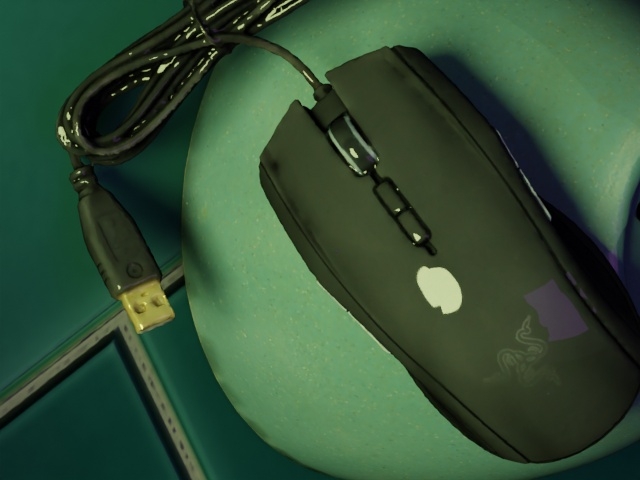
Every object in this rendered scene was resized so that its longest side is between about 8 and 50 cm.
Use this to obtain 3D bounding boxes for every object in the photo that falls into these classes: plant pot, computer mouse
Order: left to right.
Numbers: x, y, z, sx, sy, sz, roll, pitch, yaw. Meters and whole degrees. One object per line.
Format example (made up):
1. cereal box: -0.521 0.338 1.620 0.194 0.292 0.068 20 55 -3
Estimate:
1. computer mouse: 0.000 0.000 0.743 0.262 0.184 0.060 57 10 7
2. plant pot: 0.106 -0.008 0.865 0.290 0.195 0.290 -7 101 -41
